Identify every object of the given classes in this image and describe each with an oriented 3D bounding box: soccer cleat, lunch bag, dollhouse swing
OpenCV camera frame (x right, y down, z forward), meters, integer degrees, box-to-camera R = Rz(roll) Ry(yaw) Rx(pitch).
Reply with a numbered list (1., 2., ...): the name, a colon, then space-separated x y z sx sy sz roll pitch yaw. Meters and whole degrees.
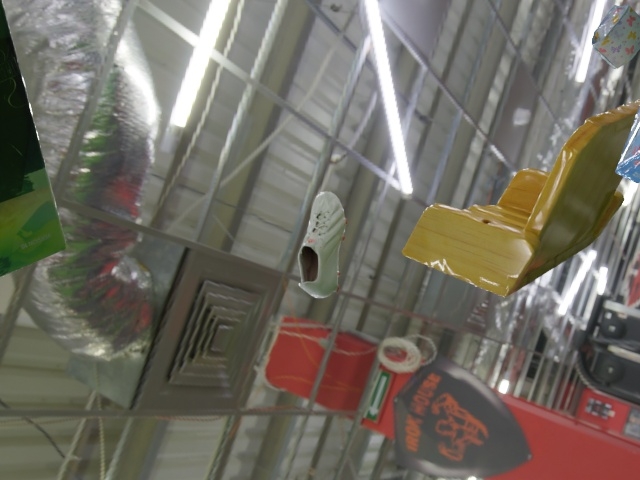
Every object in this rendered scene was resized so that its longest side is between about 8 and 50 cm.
1. soccer cleat: 0.000 0.000 1.196 0.076 0.068 0.196 25 -121 -44
2. lunch bag: 0.498 -0.341 1.183 0.071 0.053 0.083 32 -83 -20
3. dollhouse swing: 0.368 -0.113 1.262 0.347 0.315 0.304 -22 -56 -41

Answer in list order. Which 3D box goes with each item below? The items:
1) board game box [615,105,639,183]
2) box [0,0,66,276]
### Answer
1. board game box: 0.447 -0.177 0.831 0.160 0.039 0.211 -60 1 -24
2. box: -0.333 -0.095 0.507 0.232 0.058 0.321 -29 -53 -38
